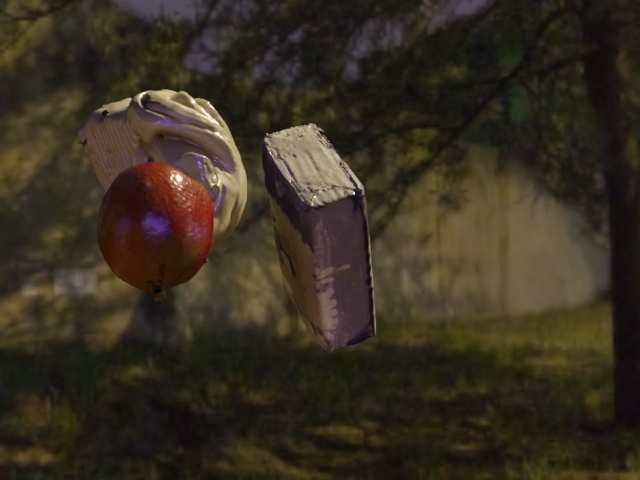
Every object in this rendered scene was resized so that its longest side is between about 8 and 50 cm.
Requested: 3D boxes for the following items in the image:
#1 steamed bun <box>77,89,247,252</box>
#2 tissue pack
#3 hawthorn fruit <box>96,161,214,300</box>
[{"bbox_3d":[-0.267,-0.153,2.107,0.237,0.346,0.394,-25,54,-36],"label":"steamed bun"},{"bbox_3d":[0.000,0.000,1.942,0.125,0.343,0.242,-19,41,-14],"label":"tissue pack"},{"bbox_3d":[-0.228,-0.008,1.519,0.169,0.188,0.169,3,-27,2],"label":"hawthorn fruit"}]
